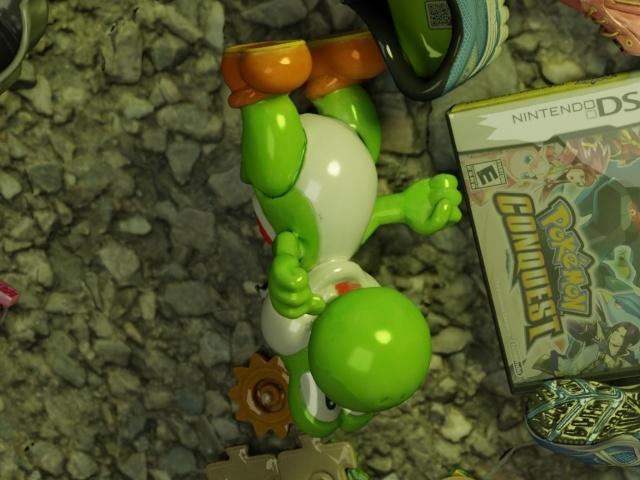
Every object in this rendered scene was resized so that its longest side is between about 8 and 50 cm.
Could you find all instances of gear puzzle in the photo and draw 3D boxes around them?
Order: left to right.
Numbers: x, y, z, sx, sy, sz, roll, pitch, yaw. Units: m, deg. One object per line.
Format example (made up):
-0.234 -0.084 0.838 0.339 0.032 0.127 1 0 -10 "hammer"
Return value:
-0.024 0.269 1.935 0.175 0.044 0.339 -12 99 22 "gear puzzle"

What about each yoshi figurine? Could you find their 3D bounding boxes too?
0.024 -0.001 1.737 0.203 0.203 0.362 -6 98 6 "yoshi figurine"

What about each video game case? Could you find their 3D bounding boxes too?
0.260 -0.010 1.761 0.248 0.035 0.275 -10 102 20 "video game case"

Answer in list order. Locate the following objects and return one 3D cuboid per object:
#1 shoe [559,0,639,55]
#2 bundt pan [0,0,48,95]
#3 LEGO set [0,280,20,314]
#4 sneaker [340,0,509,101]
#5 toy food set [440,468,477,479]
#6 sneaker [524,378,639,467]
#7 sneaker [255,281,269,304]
0.248 -0.199 1.694 0.178 0.063 0.081 2 101 13 "shoe"
-0.394 -0.258 1.855 0.330 0.124 0.331 5 107 16 "bundt pan"
-0.430 0.045 1.974 0.227 0.087 0.093 31 112 9 "LEGO set"
0.076 -0.267 1.652 0.129 0.147 0.330 -6 116 25 "sneaker"
0.138 0.262 1.887 0.083 0.020 0.082 39 113 4 "toy food set"
0.288 0.166 1.788 0.211 0.081 0.080 9 70 1 "sneaker"
-0.018 0.042 1.864 0.098 0.038 0.069 -22 98 22 "sneaker"
